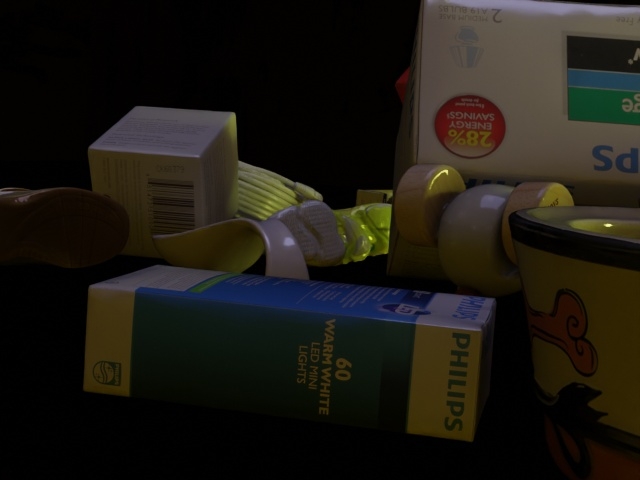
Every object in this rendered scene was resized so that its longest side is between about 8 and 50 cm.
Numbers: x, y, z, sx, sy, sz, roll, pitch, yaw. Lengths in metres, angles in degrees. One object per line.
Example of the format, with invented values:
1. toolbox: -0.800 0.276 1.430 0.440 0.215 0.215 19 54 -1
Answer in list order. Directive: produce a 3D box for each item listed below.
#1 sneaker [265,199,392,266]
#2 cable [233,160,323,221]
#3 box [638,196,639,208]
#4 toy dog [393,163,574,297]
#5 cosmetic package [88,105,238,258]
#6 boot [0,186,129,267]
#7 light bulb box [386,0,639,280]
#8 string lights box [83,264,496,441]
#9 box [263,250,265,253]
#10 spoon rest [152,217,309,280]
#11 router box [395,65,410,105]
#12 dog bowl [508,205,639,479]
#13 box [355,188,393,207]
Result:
1. sneaker: 0.000 0.000 1.582 0.240 0.091 0.126 0 -11 -37
2. cable: -0.149 -0.073 1.770 0.257 0.089 0.257 21 -6 -26
3. box: 0.409 0.016 0.954 0.142 0.163 0.247 1 -11 -31
4. toy dog: 0.210 0.038 1.150 0.334 0.161 0.220 18 -5 -30
5. cosmetic package: -0.205 -0.080 1.539 0.151 0.151 0.183 5 24 9
6. boot: -0.381 -0.020 1.353 0.262 0.095 0.203 -6 10 -42
7. light bulb box: 0.271 -0.100 1.360 0.358 0.225 0.361 4 -21 0
8. string lights box: -0.015 0.070 0.788 0.260 0.076 0.133 6 6 13
9. box: -0.150 0.000 1.634 0.137 0.027 0.094 2 5 -19
10. spoon rest: -0.097 0.008 1.316 0.137 0.084 0.276 1 7 -31
11. router box: 0.301 -0.118 1.733 0.301 0.335 0.082 12 51 42
12. dog bowl: 0.307 0.073 0.653 0.408 0.150 0.408 4 7 0
13. box: 0.146 -0.048 2.062 0.058 0.087 0.232 11 7 34
